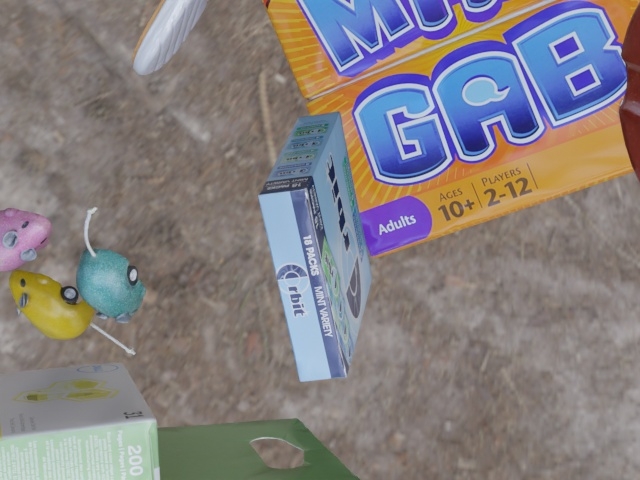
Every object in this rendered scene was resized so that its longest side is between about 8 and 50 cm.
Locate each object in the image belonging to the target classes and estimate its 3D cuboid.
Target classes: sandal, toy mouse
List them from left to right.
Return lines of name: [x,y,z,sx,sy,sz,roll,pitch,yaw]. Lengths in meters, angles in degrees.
toy mouse: [-0.171,0.021,0.883,0.161,0.031,0.143,32,145,-12]
sandal: [-0.099,-0.262,1.115,0.076,0.102,0.265,33,91,0]

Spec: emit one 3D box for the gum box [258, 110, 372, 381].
gum box: [0.000,0.000,1.092,0.041,0.184,0.157,-7,112,11]

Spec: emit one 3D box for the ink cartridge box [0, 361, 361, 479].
ink cartridge box: [-0.110,0.114,0.820,0.235,0.171,0.056,-5,98,-14]

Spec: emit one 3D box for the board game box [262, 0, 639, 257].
board game box: [0.195,-0.241,1.452,0.356,0.356,0.356,-20,99,26]

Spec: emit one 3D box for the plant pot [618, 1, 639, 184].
plant pot: [0.335,-0.098,0.786,0.265,0.272,0.273,-21,113,-27]
